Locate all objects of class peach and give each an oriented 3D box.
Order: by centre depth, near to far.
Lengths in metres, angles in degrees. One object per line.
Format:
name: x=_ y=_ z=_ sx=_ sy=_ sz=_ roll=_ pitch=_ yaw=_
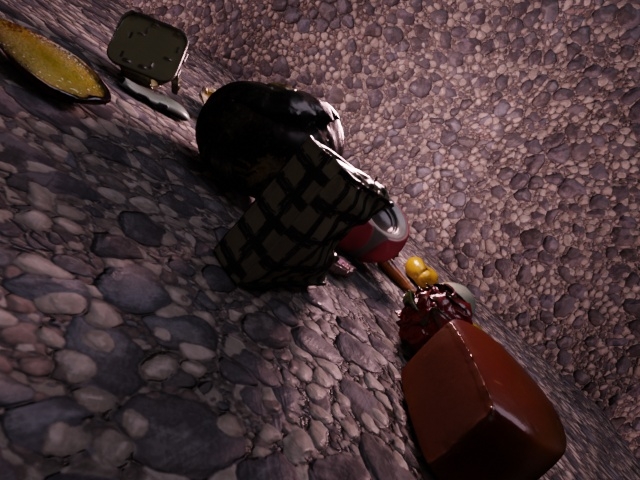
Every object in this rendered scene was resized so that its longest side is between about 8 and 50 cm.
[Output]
peach: x=-0.616 y=-0.383 z=0.984 sx=0.279 sy=0.068 sz=0.189 roll=37 pitch=23 yaw=-21
peach: x=0.480 y=0.157 z=2.102 sx=0.179 sy=0.103 sz=0.179 roll=36 pitch=18 yaw=-14

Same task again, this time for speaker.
speaker: x=0.191 y=-0.051 z=1.648 sx=0.294 sy=0.294 sz=0.294 roll=38 pitch=15 yaw=-12

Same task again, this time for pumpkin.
pumpkin: x=-0.149 y=-0.304 z=1.345 sx=0.455 sy=0.343 sz=0.454 roll=11 pitch=24 yaw=-5

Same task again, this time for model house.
model house: x=-0.582 y=-0.596 z=1.518 sx=0.219 sy=0.204 sz=0.279 roll=21 pitch=-15 yaw=-13

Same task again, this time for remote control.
remote control: x=-0.539 y=-0.464 z=1.448 sx=0.256 sy=0.045 sz=0.097 roll=19 pitch=23 yaw=-49

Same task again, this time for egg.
egg: x=0.506 y=0.257 z=1.726 sx=0.183 sy=0.182 sz=0.264 roll=48 pitch=24 yaw=23

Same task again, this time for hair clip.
hair clip: x=-0.007 y=0.003 z=1.386 sx=0.300 sy=0.069 sz=0.173 roll=51 pitch=16 yaw=-3

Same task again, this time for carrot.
carrot: x=0.325 y=0.156 z=1.818 sx=0.209 sy=0.061 sz=0.061 roll=49 pitch=16 yaw=13

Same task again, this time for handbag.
handbag: x=-0.015 y=-0.037 z=0.982 sx=0.162 sy=0.325 sz=0.327 roll=52 pitch=18 yaw=27

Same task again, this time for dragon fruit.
dragon fruit: x=0.355 y=0.254 z=1.266 sx=0.293 sy=0.233 sz=0.233 roll=35 pitch=16 yaw=-11

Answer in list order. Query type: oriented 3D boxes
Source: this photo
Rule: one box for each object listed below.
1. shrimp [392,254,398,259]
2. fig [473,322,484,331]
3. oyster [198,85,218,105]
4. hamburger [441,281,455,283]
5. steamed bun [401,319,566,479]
shrimp: x=0.271 y=0.041 z=1.873 sx=0.254 sy=0.145 sz=0.059 roll=28 pitch=64 yaw=-43
fig: x=0.494 y=0.361 z=1.526 sx=0.186 sy=0.148 sz=0.142 roll=-27 pitch=81 yaw=-37
oyster: x=-0.332 y=-0.450 z=1.721 sx=0.354 sy=0.201 sz=0.107 roll=54 pitch=-29 yaw=3
hamburger: x=0.598 y=0.270 z=2.017 sx=0.159 sy=0.131 sz=0.184 roll=30 pitch=22 yaw=-25
steamed bun: x=0.339 y=0.354 z=0.920 sx=0.248 sy=0.235 sz=0.379 roll=35 pitch=15 yaw=-11
